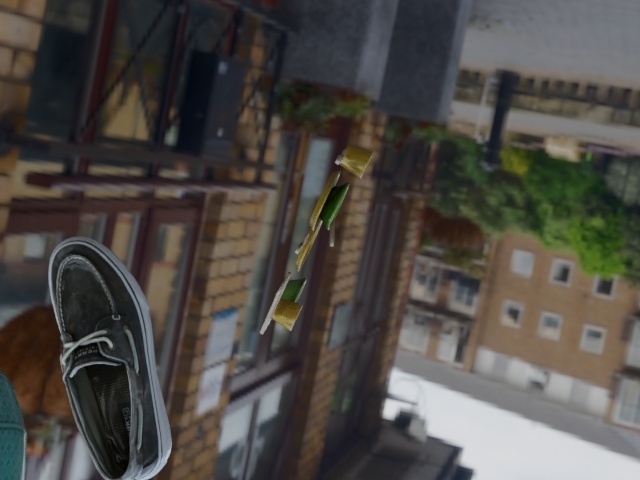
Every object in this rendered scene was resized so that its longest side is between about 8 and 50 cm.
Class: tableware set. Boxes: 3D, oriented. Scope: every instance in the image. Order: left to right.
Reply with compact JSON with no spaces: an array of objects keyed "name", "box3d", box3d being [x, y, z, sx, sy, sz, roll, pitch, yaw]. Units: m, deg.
[{"name":"tableware set","box3d":[0.000,0.000,0.874,0.024,0.154,0.104,24,-167,2]}]

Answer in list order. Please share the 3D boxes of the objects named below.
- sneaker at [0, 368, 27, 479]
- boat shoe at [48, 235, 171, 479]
[{"name":"sneaker","box3d":[-0.147,0.152,0.400,0.108,0.302,0.121,39,-154,29]},{"name":"boat shoe","box3d":[-0.277,0.152,1.508,0.121,0.335,0.119,-21,176,10]}]
